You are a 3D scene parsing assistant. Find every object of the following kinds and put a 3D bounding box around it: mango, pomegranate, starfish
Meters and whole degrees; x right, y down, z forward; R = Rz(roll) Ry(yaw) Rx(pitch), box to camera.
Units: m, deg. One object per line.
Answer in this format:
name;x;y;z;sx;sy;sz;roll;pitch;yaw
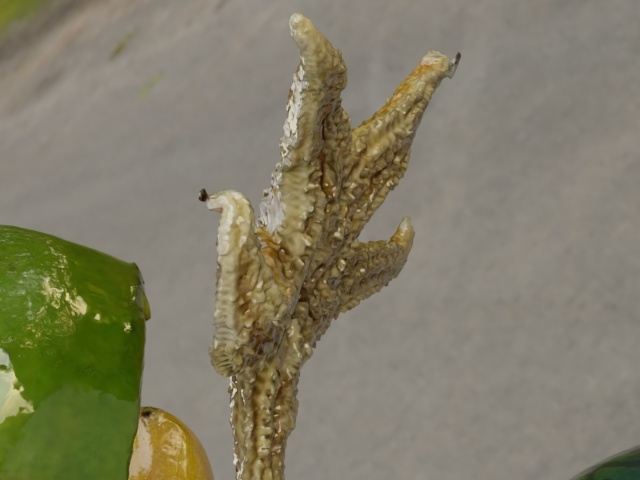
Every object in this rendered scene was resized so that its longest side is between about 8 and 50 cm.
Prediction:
mango;-0.111;0.190;1.153;0.075;0.098;0.190;-34;27;41
pomegranate;-0.183;0.107;0.931;0.190;0.159;0.241;-118;40;-67
starfish;-0.004;-0.001;0.944;0.302;0.060;0.299;-47;-31;-59

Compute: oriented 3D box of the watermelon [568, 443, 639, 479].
watermelon;0.220;0.272;0.983;0.363;0.363;0.363;-44;18;18
